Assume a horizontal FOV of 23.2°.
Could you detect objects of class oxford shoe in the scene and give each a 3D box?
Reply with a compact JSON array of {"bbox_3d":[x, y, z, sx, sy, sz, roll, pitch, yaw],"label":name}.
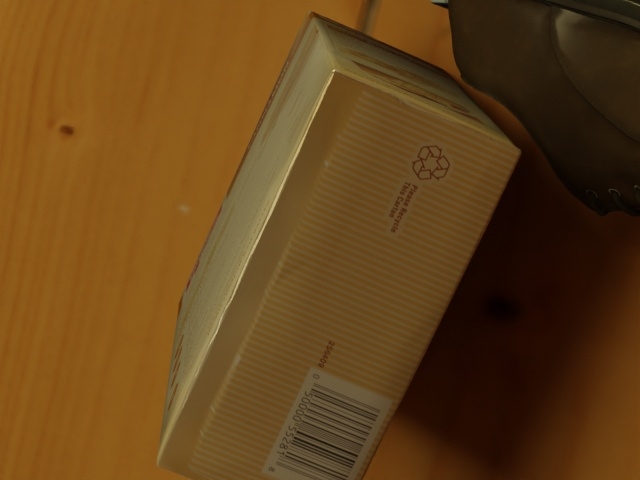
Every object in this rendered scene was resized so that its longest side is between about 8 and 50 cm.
[{"bbox_3d":[0.127,-0.044,0.511,0.227,0.083,0.096,39,135,45],"label":"oxford shoe"}]

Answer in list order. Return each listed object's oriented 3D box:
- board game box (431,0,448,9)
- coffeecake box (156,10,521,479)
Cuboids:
[{"bbox_3d":[0.089,-0.134,0.619,0.090,0.020,0.090,15,91,52],"label":"board game box"},{"bbox_3d":[0.000,0.000,0.579,0.185,0.068,0.142,-101,35,-75],"label":"coffeecake box"}]
